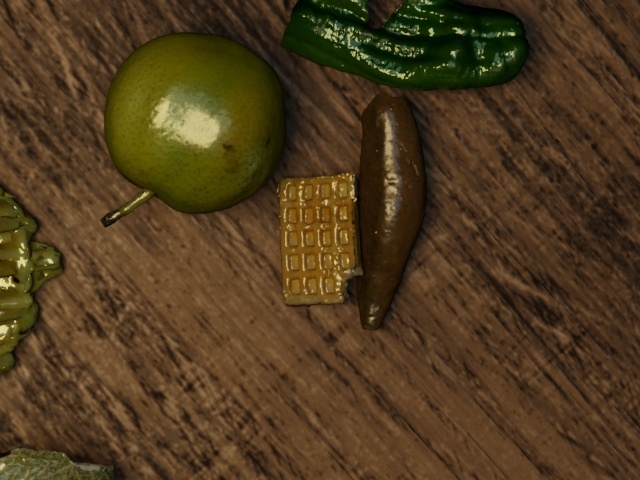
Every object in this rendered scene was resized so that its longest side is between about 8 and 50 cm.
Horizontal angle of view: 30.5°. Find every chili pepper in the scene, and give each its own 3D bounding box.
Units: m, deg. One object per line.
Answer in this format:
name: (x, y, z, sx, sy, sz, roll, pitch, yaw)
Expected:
chili pepper: (0.088, -0.204, 1.203, 0.253, 0.083, 0.099, 9, 88, -2)

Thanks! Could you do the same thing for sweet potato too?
sweet potato: (0.074, -0.028, 1.207, 0.077, 0.077, 0.244, -1, 97, -7)

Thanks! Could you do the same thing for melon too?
melon: (-0.305, 0.265, 1.151, 0.202, 0.093, 0.139, 3, 87, -15)

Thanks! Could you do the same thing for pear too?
pear: (-0.131, -0.094, 1.129, 0.180, 0.166, 0.216, 34, 78, -20)

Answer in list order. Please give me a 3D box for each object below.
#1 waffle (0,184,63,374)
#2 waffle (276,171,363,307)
waffle: (-0.428, 0.027, 1.142, 0.317, 0.073, 0.297, 45, 85, -5)
waffle: (0.000, 0.000, 1.200, 0.092, 0.021, 0.135, -4, 90, 25)
